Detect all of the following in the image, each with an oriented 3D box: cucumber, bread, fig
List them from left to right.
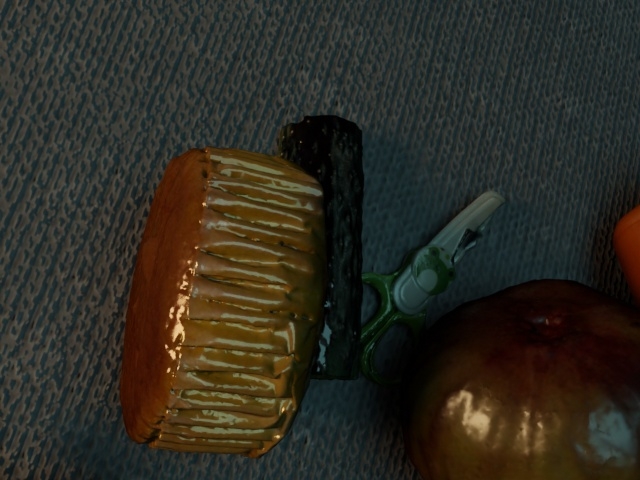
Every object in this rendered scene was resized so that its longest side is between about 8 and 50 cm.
[{"bbox_3d":[-0.071,0.037,0.464,0.104,0.199,0.199,12,78,-20],"label":"bread"},{"bbox_3d":[-0.001,-0.001,0.550,0.078,0.062,0.211,8,73,-11],"label":"cucumber"},{"bbox_3d":[0.183,0.198,0.565,0.216,0.217,0.321,-21,113,-24],"label":"fig"}]

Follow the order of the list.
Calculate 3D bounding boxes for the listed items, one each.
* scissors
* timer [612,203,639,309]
[{"bbox_3d":[0.091,0.027,0.618,0.204,0.027,0.101,-46,103,-19],"label":"scissors"},{"bbox_3d":[0.415,0.075,0.642,0.250,0.161,0.258,26,43,-31],"label":"timer"}]
